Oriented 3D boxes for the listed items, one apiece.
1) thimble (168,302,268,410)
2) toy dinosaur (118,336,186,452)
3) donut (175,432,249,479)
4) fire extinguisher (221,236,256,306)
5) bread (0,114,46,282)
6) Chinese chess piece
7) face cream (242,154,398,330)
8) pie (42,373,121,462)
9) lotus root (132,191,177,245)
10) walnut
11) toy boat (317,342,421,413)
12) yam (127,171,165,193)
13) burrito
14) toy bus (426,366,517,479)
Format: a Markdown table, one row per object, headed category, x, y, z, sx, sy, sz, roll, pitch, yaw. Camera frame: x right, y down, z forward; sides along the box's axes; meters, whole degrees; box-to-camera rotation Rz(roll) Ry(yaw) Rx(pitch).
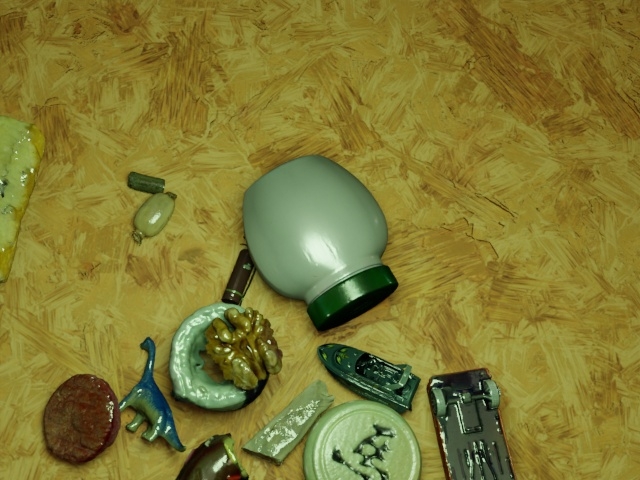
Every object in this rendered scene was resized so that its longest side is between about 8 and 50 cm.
| category | x | y | z | sx | sy | sz | roll | pitch | yaw |
| --- | --- | --- | --- | --- | --- | --- | --- | --- | --- |
| thimble | -0.219 | 0.258 | 1.586 | 0.237 | 0.150 | 0.237 | 2 | 71 | -6 |
| toy dinosaur | -0.336 | 0.332 | 1.580 | 0.248 | 0.075 | 0.188 | 23 | 71 | 29 |
| donut | -0.164 | 0.570 | 1.481 | 0.345 | 0.136 | 0.259 | 36 | 67 | 11 |
| fire extinguisher | -0.181 | 0.074 | 1.718 | 0.064 | 0.043 | 0.158 | 30 | 67 | -25 |
| bread | -0.771 | -0.094 | 1.670 | 0.237 | 0.165 | 0.375 | 8 | 69 | 3 |
| Chinese chess piece | 0.088 | 0.460 | 1.551 | 0.250 | 0.101 | 0.250 | 3 | 68 | -8 |
| face cream | 0.000 | 0.000 | 1.667 | 0.312 | 0.219 | 0.357 | -25 | 74 | -14 |
| pie | -0.496 | 0.368 | 1.544 | 0.182 | 0.049 | 0.182 | -5 | 74 | 18 |
| lotus root | -0.392 | -0.057 | 1.740 | 0.073 | 0.062 | 0.150 | 32 | 72 | 6 |
| walnut | -0.153 | 0.209 | 1.497 | 0.143 | 0.069 | 0.170 | -33 | 73 | -18 |
| toy boat | 0.103 | 0.289 | 1.630 | 0.246 | 0.103 | 0.093 | 25 | 44 | 10 |
| yam | -0.416 | -0.136 | 1.781 | 0.094 | 0.043 | 0.043 | 13 | 68 | -1 |
| burrito | -0.059 | 0.393 | 1.594 | 0.087 | 0.060 | 0.226 | 43 | 72 | 12 |
| toy bus | 0.317 | 0.445 | 1.557 | 0.143 | 0.153 | 0.329 | -8 | 68 | -6 |
